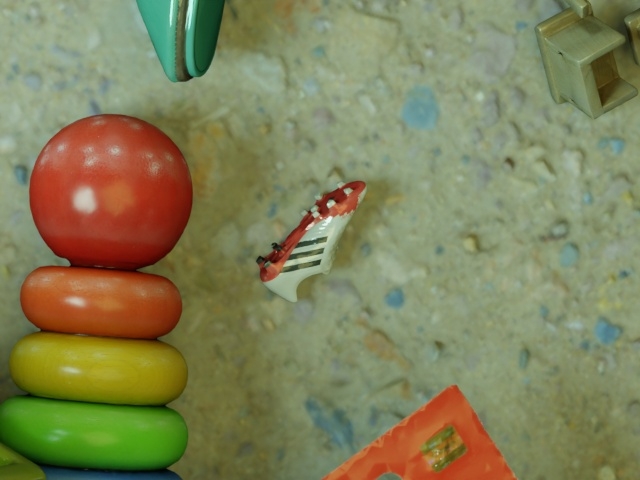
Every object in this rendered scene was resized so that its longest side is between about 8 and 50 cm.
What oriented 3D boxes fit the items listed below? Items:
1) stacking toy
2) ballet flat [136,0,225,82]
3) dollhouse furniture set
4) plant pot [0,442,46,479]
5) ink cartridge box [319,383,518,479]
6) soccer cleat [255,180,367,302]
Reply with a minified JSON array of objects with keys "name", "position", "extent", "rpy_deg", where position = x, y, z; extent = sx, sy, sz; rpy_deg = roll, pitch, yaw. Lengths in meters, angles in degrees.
[{"name":"stacking toy","position":[-0.126,0.096,1.076],"extent":[0.141,0.141,0.330],"rpy_deg":[5,86,-16]},{"name":"ballet flat","position":[-0.080,-0.213,1.084],"extent":[0.087,0.083,0.247],"rpy_deg":[12,92,8]},{"name":"dollhouse furniture set","position":[0.194,-0.190,1.166],"extent":[0.182,0.101,0.161],"rpy_deg":[-28,126,-12]},{"name":"plant pot","position":[-0.304,0.152,0.940],"extent":[0.228,0.227,0.207],"rpy_deg":[28,94,16]},{"name":"ink cartridge box","position":[0.069,0.227,1.063],"extent":[0.189,0.066,0.232],"rpy_deg":[-35,106,-11]},{"name":"soccer cleat","position":[0.000,0.000,1.144],"extent":[0.083,0.029,0.035],"rpy_deg":[-45,113,-4]}]
